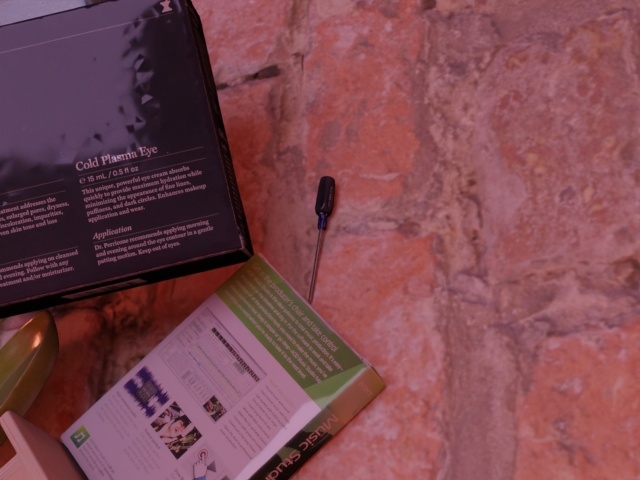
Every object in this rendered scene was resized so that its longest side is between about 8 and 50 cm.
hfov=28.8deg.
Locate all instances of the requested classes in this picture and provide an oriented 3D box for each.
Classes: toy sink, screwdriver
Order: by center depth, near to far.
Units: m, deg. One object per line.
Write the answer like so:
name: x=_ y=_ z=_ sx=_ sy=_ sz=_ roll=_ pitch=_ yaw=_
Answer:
toy sink: x=-0.304 y=0.325 z=1.350 sx=0.131 sy=0.153 sz=0.234 roll=-41 pitch=52 yaw=-2
screwdriver: x=0.000 y=0.000 z=1.498 sx=0.024 sy=0.025 sz=0.170 roll=-4 pitch=67 yaw=24

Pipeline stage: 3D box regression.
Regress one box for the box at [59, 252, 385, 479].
box: x=-0.115 y=0.193 z=1.403 sx=0.322 sy=0.058 sz=0.232 roll=-44 pitch=51 yaw=-3

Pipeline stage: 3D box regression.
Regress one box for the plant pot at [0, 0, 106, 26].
plant pot: x=-0.353 y=-0.227 z=1.684 sx=0.248 sy=0.247 sz=0.252 roll=-28 pitch=67 yaw=8

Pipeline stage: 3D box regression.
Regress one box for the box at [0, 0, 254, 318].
box: x=-0.279 y=-0.095 z=1.462 sx=0.343 sy=0.179 sz=0.312 roll=-13 pitch=86 yaw=0

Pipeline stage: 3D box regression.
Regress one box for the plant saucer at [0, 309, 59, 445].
plant saucer: x=-0.385 y=0.191 z=1.490 sx=0.241 sy=0.037 sz=0.241 roll=-44 pitch=19 yaw=19
